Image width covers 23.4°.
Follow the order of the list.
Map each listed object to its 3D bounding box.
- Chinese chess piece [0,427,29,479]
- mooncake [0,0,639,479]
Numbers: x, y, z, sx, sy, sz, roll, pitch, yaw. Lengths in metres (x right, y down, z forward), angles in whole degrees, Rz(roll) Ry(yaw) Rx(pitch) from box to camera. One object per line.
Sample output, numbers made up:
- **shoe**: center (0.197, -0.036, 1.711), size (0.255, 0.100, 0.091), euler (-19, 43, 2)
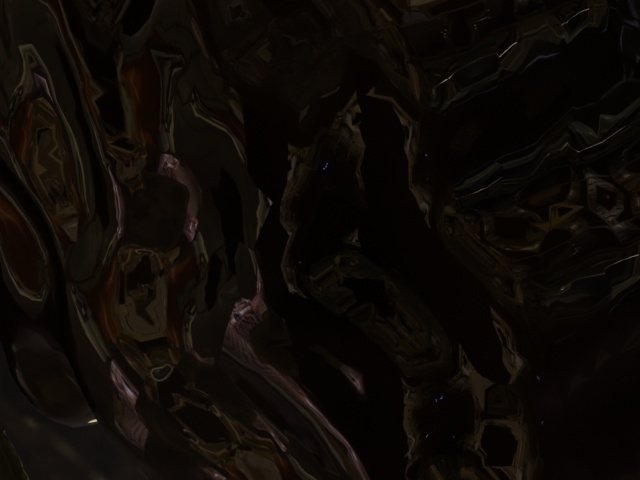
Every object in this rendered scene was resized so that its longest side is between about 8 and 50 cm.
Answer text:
- **Chinese chess piece**: center (-0.184, 0.144, 0.341), size (0.146, 0.349, 0.349), euler (-12, -105, 16)
- **mooncake**: center (0.000, 0.000, 0.616), size (0.381, 0.212, 0.350), euler (32, -45, 42)
